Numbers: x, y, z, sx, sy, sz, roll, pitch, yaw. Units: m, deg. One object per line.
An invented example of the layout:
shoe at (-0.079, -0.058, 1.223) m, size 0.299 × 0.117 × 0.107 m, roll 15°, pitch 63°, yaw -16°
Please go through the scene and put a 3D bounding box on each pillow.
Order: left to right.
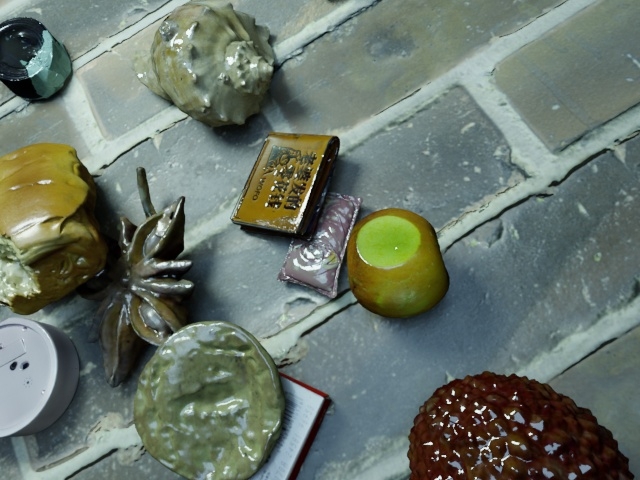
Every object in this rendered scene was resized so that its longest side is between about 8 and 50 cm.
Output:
pillow at (0.000, 0.000, 0.925) m, size 0.118 × 0.043 × 0.185 m, roll 12°, pitch 72°, yaw 21°

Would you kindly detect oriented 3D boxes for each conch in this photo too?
conch at (-0.217, -0.354, 1.018) m, size 0.324 × 0.186 × 0.263 m, roll 22°, pitch 56°, yaw 14°

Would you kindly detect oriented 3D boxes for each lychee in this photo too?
lychee at (0.242, 0.303, 0.668) m, size 0.264 × 0.264 × 0.300 m, roll -41°, pitch 87°, yaw -3°

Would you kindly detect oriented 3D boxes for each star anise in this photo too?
star anise at (-0.304, 0.064, 0.928) m, size 0.292 × 0.109 × 0.349 m, roll -38°, pitch 67°, yaw 4°

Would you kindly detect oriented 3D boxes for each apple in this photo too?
apple at (0.120, 0.037, 0.834) m, size 0.147 × 0.146 × 0.163 m, roll -4°, pitch 56°, yaw 18°

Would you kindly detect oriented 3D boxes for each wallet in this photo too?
wallet at (-0.060, -0.101, 0.945) m, size 0.161 × 0.042 × 0.196 m, roll 11°, pitch 75°, yaw 32°

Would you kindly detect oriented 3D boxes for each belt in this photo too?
belt at (-0.613, -0.383, 1.147) m, size 0.151 × 0.078 × 0.198 m, roll -44°, pitch 67°, yaw -9°

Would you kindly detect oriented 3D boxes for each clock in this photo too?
clock at (-0.522, 0.234, 0.938) m, size 0.196 × 0.068 × 0.197 m, roll -3°, pitch 71°, yaw 10°

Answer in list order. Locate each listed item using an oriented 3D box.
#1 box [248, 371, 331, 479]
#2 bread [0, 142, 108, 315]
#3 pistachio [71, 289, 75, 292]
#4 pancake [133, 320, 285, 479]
box at (-0.087, 0.319, 0.835) m, size 0.123 × 0.050 × 0.229 m, roll 22°, pitch 78°, yaw 18°
bread at (-0.466, -0.044, 0.905) m, size 0.195 × 0.149 × 0.344 m, roll -35°, pitch 39°, yaw -4°
pistachio at (-0.493, 0.071, 0.965) m, size 0.173 × 0.049 × 0.090 m, roll 4°, pitch 90°, yaw 39°
pancake at (-0.166, 0.243, 0.815) m, size 0.241 × 0.050 × 0.242 m, roll -1°, pitch 80°, yaw 6°
